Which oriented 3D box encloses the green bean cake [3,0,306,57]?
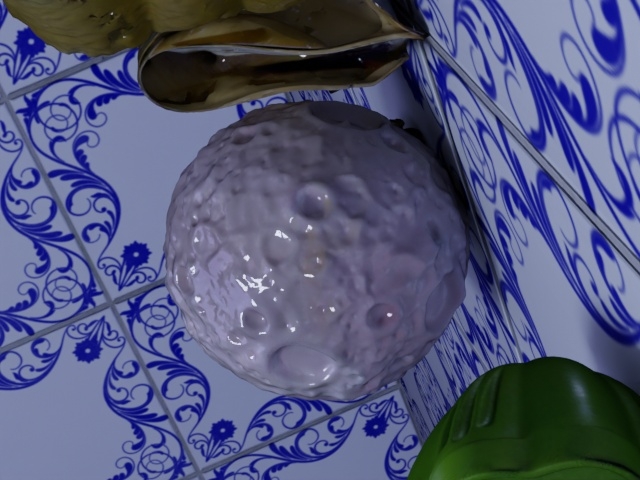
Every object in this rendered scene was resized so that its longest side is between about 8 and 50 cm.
[{"bbox_3d":[-0.045,-0.206,0.498,0.131,0.224,0.229,98,152,-85],"label":"green bean cake"}]

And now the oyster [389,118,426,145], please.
[{"bbox_3d":[0.073,-0.088,1.237,0.132,0.029,0.086,57,171,54],"label":"oyster"}]

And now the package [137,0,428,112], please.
[{"bbox_3d":[-0.025,-0.171,1.079,0.165,0.221,0.311,46,-177,-14],"label":"package"}]

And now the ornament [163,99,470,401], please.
[{"bbox_3d":[0.000,0.000,1.112,0.259,0.259,0.225,-118,36,-62],"label":"ornament"}]

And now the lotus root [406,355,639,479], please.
[{"bbox_3d":[0.131,0.134,0.780,0.186,0.186,0.186,157,90,-88],"label":"lotus root"}]
